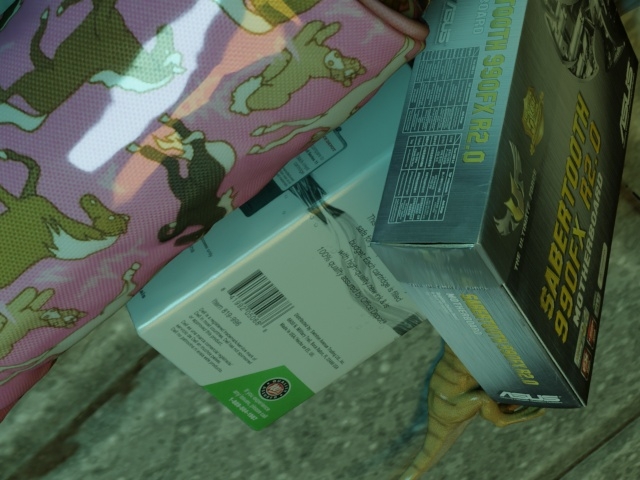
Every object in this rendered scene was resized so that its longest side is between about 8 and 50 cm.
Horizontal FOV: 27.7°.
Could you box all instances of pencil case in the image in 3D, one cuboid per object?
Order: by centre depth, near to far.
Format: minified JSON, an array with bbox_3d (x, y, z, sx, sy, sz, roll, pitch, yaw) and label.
[{"bbox_3d":[-0.131,-0.028,0.599,0.386,0.160,0.167,-42,162,15],"label":"pencil case"}]

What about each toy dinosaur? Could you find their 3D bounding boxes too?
[{"bbox_3d":[0.106,0.126,1.000,0.112,0.064,0.211,6,122,-12],"label":"toy dinosaur"}]

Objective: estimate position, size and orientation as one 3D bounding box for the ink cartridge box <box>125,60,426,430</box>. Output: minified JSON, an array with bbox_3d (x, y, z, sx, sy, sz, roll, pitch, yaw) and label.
[{"bbox_3d":[0.000,0.000,0.767,0.208,0.087,0.153,-34,140,4],"label":"ink cartridge box"}]

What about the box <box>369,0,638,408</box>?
[{"bbox_3d":[0.107,-0.053,0.682,0.056,0.231,0.183,0,150,28],"label":"box"}]

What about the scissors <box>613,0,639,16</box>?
[{"bbox_3d":[0.261,-0.203,0.709,0.297,0.021,0.109,-16,119,27],"label":"scissors"}]
